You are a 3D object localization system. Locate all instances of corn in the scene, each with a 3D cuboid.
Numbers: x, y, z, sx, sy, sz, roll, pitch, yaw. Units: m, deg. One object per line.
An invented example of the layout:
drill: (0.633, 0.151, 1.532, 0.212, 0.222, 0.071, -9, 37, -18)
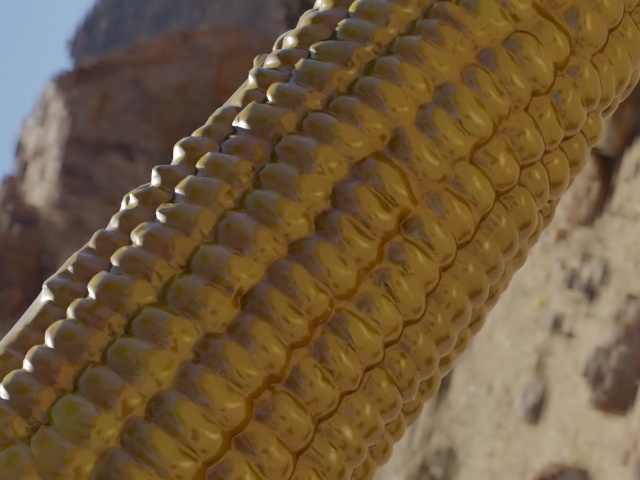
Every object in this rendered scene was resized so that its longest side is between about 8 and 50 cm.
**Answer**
corn: (0.000, 0.000, 0.609, 0.363, 0.120, 0.120, -52, -11, -22)
